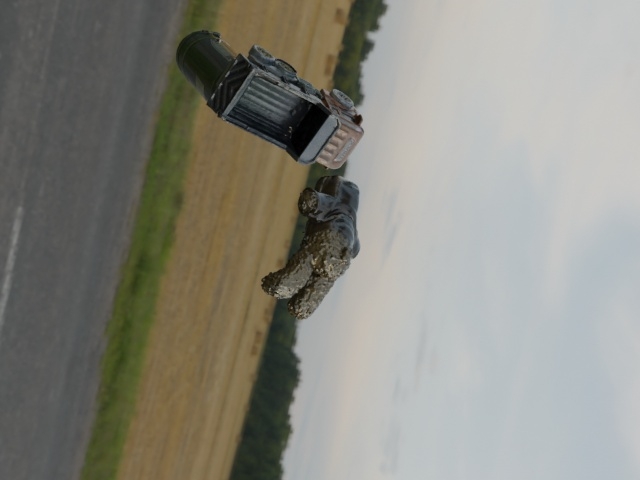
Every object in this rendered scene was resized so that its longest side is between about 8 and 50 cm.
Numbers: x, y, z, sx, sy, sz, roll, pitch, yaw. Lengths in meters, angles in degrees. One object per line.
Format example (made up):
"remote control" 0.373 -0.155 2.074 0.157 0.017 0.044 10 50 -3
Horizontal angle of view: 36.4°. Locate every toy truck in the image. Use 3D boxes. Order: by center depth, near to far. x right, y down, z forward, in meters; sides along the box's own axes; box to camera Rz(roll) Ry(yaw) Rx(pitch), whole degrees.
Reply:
"toy truck" -0.038 -0.156 1.174 0.083 0.192 0.092 -53 -147 21

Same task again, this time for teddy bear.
"teddy bear" 0.006 0.003 1.043 0.119 0.078 0.160 44 61 -48

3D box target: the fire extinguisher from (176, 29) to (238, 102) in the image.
"fire extinguisher" -0.142 -0.246 1.520 0.093 0.118 0.294 -44 -144 2
